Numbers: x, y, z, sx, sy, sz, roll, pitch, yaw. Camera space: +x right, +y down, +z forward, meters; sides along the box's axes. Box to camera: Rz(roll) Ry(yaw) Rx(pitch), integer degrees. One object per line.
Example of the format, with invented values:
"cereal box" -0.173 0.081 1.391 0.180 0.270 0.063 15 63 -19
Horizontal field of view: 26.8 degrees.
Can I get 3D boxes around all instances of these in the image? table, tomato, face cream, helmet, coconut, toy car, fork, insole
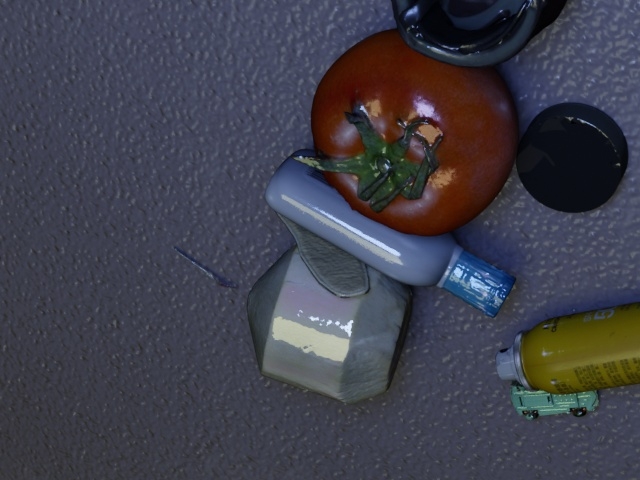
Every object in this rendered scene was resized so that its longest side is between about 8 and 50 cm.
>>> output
"table" 0.311 -0.102 1.663 0.133 0.043 0.134 12 123 19
"tomato" 0.114 -0.134 1.626 0.255 0.224 0.256 15 129 20
"face cream" 0.095 -0.007 1.750 0.336 0.163 0.080 30 113 7
"helmet" 0.180 -0.354 1.499 0.225 0.177 0.306 -5 105 39
"coconut" 0.005 0.105 1.822 0.241 0.241 0.241 12 122 19
"toy car" 0.321 0.212 1.846 0.121 0.035 0.059 -8 114 20
"face cream" 0.389 0.135 1.726 0.348 0.105 0.105 -14 111 31
"fork" -0.174 0.044 1.999 0.115 0.012 0.016 32 164 6
"insole" 0.000 0.000 1.778 0.248 0.081 0.011 -126 35 -47
